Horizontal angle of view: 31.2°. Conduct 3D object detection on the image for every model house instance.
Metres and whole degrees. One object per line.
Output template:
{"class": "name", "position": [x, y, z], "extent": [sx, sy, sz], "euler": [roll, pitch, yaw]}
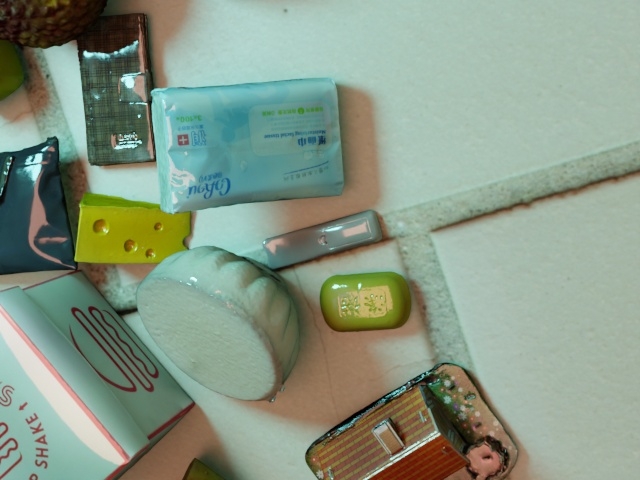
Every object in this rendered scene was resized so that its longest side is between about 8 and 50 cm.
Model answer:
{"class": "model house", "position": [0.122, 0.336, 1.672], "extent": [0.294, 0.154, 0.207], "euler": [-35, 86, 15]}

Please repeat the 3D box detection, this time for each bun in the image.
{"class": "bun", "position": [-0.127, 0.097, 1.707], "extent": [0.263, 0.175, 0.263], "euler": [22, 142, 19]}

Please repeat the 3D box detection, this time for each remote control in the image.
{"class": "remote control", "position": [0.000, 0.000, 1.725], "extent": [0.184, 0.027, 0.049], "euler": [-16, 93, 17]}

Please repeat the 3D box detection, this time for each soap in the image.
{"class": "soap", "position": [0.066, 0.092, 1.711], "extent": [0.140, 0.045, 0.088], "euler": [-5, 92, 15]}

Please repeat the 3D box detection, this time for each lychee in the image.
{"class": "lychee", "position": [-0.426, -0.400, 1.663], "extent": [0.261, 0.260, 0.260], "euler": [2, 97, 14]}

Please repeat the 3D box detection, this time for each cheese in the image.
{"class": "cheese", "position": [-0.289, -0.015, 1.780], "extent": [0.171, 0.126, 0.093], "euler": [4, 100, -7]}

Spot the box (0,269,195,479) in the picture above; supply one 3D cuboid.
{"class": "box", "position": [-0.427, 0.264, 1.727], "extent": [0.314, 0.300, 0.312], "euler": [-42, 86, 15]}

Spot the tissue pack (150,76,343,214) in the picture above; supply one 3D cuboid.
{"class": "tissue pack", "position": [-0.102, -0.139, 1.640], "extent": [0.263, 0.089, 0.177], "euler": [-7, 95, -18]}

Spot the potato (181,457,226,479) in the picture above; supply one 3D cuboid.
{"class": "potato", "position": [-0.169, 0.451, 1.764], "extent": [0.158, 0.178, 0.203], "euler": [21, 88, -5]}

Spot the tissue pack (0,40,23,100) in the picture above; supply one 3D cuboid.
{"class": "tissue pack", "position": [-0.542, -0.293, 1.775], "extent": [0.123, 0.127, 0.178], "euler": [-27, 90, 18]}

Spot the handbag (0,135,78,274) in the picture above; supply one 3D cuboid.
{"class": "handbag", "position": [-0.502, -0.046, 1.816], "extent": [0.254, 0.089, 0.211], "euler": [-6, 91, 25]}

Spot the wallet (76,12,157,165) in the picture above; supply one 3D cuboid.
{"class": "wallet", "position": [-0.314, -0.232, 1.769], "extent": [0.124, 0.042, 0.230], "euler": [-1, 96, 18]}
